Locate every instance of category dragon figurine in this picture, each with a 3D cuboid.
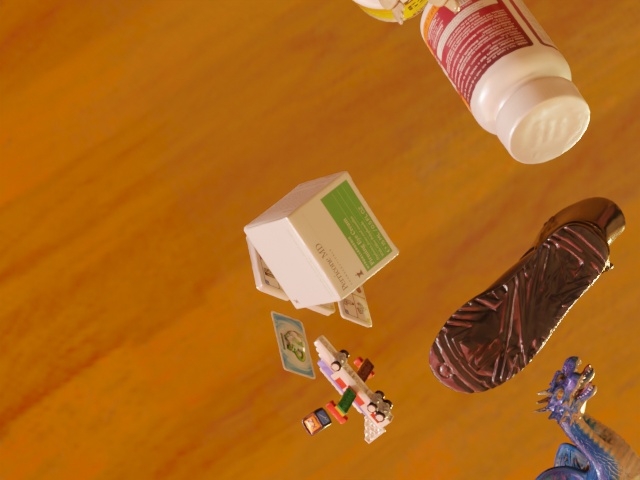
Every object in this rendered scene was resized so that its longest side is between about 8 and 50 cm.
[{"bbox_3d":[0.247,0.246,1.436,0.144,0.085,0.289,21,120,18],"label":"dragon figurine"}]

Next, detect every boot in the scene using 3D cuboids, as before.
[{"bbox_3d":[0.239,0.058,1.695,0.094,0.207,0.246,45,107,6],"label":"boot"}]

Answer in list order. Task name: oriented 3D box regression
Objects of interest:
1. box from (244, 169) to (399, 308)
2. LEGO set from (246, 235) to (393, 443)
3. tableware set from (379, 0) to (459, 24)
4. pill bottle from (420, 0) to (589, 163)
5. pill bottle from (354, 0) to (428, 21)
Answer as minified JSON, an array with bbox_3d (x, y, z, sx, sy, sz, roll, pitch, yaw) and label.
[{"bbox_3d":[0.000,0.000,1.485,0.087,0.102,0.101,-38,101,-26],"label":"box"},{"bbox_3d":[-0.004,0.122,1.696,0.182,0.244,0.060,22,131,-41],"label":"LEGO set"},{"bbox_3d":[0.064,-0.227,1.014,0.020,0.141,0.169,-2,105,-15],"label":"tableware set"},{"bbox_3d":[0.210,-0.197,1.724,0.121,0.221,0.121,-16,141,-14],"label":"pill bottle"},{"bbox_3d":[0.082,-0.342,1.892,0.117,0.215,0.117,0,92,9],"label":"pill bottle"}]
